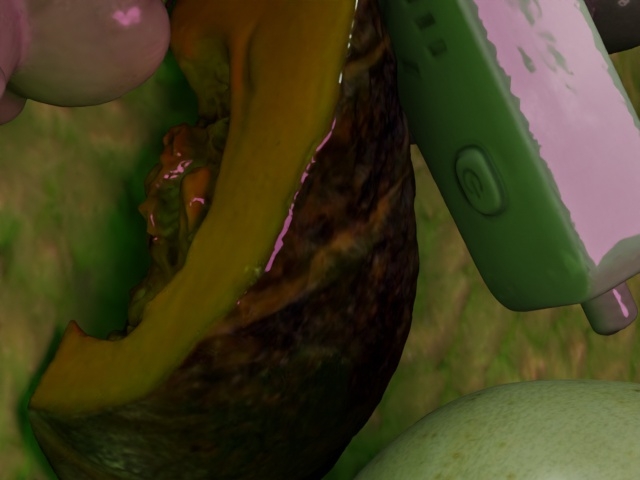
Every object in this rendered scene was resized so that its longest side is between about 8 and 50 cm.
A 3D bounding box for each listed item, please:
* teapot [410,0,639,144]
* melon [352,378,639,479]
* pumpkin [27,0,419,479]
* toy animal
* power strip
[{"bbox_3d":[0.118,-0.185,0.803,0.193,0.129,0.294,33,62,-38],"label":"teapot"},{"bbox_3d":[0.130,0.199,0.683,0.330,0.268,0.269,38,61,-50],"label":"melon"},{"bbox_3d":[0.004,-0.003,0.687,0.163,0.111,0.279,35,62,-43],"label":"pumpkin"},{"bbox_3d":[-0.094,-0.103,0.589,0.212,0.124,0.124,-38,113,-36],"label":"toy animal"},{"bbox_3d":[0.043,-0.132,0.692,0.062,0.091,0.385,-28,95,-26],"label":"power strip"}]
